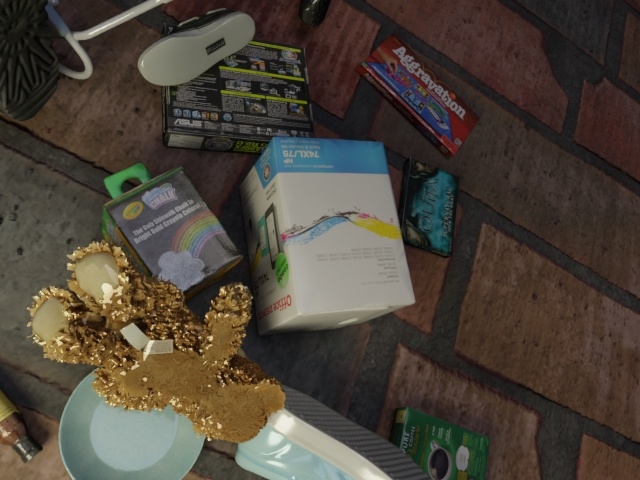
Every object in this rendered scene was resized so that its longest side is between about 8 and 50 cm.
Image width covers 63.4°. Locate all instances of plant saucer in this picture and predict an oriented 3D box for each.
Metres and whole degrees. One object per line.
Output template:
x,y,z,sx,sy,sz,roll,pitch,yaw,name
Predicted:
-0.260,0.261,0.730,0.194,0.037,0.195,8,70,-21,plant saucer

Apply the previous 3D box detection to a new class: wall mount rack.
-0.384,-0.396,0.718,0.303,0.350,0.131,9,62,25,wall mount rack

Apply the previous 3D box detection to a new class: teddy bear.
-0.200,0.135,0.675,0.337,0.113,0.245,23,104,-19,teddy bear

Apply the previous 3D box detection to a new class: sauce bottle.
-0.412,0.232,0.670,0.042,0.042,0.128,-39,93,-30,sauce bottle

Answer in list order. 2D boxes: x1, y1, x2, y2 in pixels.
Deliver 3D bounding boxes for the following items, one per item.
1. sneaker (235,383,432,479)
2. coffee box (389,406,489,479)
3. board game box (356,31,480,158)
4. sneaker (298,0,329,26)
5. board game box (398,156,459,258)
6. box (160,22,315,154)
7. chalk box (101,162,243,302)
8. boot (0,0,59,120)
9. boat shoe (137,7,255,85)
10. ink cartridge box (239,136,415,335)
0.038,0.369,0.781,0.365,0.135,0.150,33,97,3,sneaker
0.205,0.371,0.899,0.184,0.040,0.113,23,64,-16,coffee box
0.224,-0.325,1.157,0.281,0.027,0.145,42,60,-6,board game box
-0.025,-0.571,1.104,0.124,0.107,0.284,17,62,-2,sneaker
0.222,-0.069,1.067,0.126,0.026,0.186,19,66,-18,board game box
-0.151,-0.269,0.950,0.269,0.060,0.217,0,72,-24,box
-0.240,-0.013,0.782,0.132,0.132,0.213,-34,87,-28,chalk box
-0.556,-0.376,0.608,0.445,0.367,0.146,33,55,-4,boot
-0.214,-0.329,0.872,0.219,0.078,0.070,-35,54,-26,boat shoe
0.000,0.000,0.845,0.197,0.198,0.270,-2,73,-25,ink cartridge box
